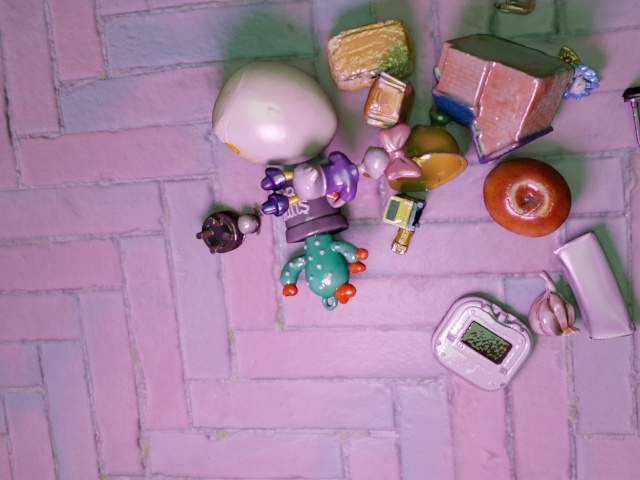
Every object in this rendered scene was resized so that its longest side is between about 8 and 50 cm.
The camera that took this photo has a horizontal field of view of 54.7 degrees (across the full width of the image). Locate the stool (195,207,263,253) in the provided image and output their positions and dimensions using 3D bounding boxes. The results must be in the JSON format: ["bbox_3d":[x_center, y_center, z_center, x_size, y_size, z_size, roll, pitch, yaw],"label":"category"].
[{"bbox_3d":[-0.273,-0.031,1.857,0.217,0.121,0.125,-15,94,17],"label":"stool"}]

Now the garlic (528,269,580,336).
[{"bbox_3d":[0.634,0.180,1.718,0.127,0.131,0.194,-15,104,9],"label":"garlic"}]

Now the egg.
[{"bbox_3d":[-0.123,-0.346,1.706,0.345,0.283,0.283,16,100,-4],"label":"egg"}]

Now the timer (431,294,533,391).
[{"bbox_3d":[0.464,0.298,1.789,0.262,0.087,0.237,32,101,4],"label":"timer"}]

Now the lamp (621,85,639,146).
[{"bbox_3d":[0.879,-0.268,1.588,0.124,0.203,0.283,-24,97,31],"label":"lamp"}]

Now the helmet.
[{"bbox_3d":[0.282,-0.242,1.692,0.205,0.257,0.140,0,74,-14],"label":"helmet"}]

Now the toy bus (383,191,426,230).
[{"bbox_3d":[0.238,-0.084,1.734,0.101,0.175,0.088,18,100,14],"label":"toy bus"}]

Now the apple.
[{"bbox_3d":[0.557,-0.116,1.671,0.235,0.173,0.210,12,99,9],"label":"apple"}]

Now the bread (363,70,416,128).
[{"bbox_3d":[0.188,-0.364,1.663,0.107,0.241,0.136,18,100,11],"label":"bread"}]

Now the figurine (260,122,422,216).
[{"bbox_3d":[0.040,-0.175,1.599,0.421,0.193,0.154,-14,82,3],"label":"figurine"}]

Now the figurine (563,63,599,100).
[{"bbox_3d":[0.695,-0.421,1.652,0.114,0.079,0.114,6,133,6],"label":"figurine"}]

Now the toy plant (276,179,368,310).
[{"bbox_3d":[-0.013,0.004,1.775,0.279,0.185,0.400,-18,87,8],"label":"toy plant"}]

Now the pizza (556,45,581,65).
[{"bbox_3d":[0.665,-0.478,1.676,0.078,0.025,0.083,-40,91,10],"label":"pizza"}]

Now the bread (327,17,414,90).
[{"bbox_3d":[0.135,-0.516,1.715,0.245,0.121,0.174,-11,87,15],"label":"bread"}]

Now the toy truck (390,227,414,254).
[{"bbox_3d":[0.238,0.002,1.803,0.049,0.054,0.083,23,102,6],"label":"toy truck"}]

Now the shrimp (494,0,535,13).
[{"bbox_3d":[0.529,-0.648,1.680,0.108,0.023,0.059,12,90,8],"label":"shrimp"}]

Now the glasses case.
[{"bbox_3d":[0.757,0.128,1.719,0.128,0.083,0.308,-22,94,18],"label":"glasses case"}]

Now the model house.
[{"bbox_3d":[0.454,-0.363,1.646,0.312,0.245,0.280,34,132,30],"label":"model house"}]
